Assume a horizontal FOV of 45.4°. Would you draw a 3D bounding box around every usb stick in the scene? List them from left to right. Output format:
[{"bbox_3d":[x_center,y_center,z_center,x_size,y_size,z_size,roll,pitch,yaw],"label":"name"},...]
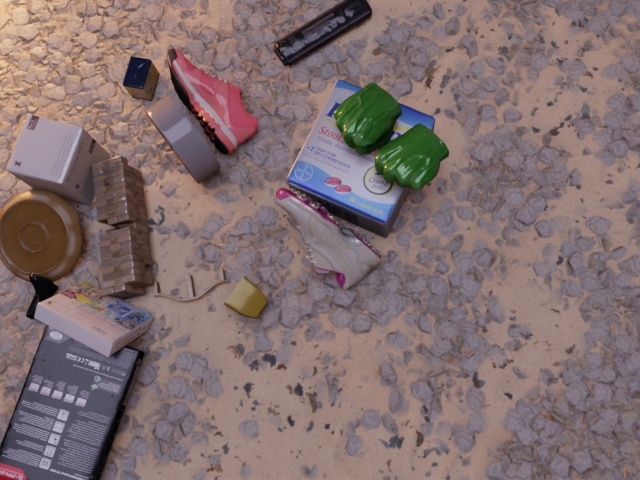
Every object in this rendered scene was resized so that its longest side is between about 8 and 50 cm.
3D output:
[{"bbox_3d":[0.007,-0.553,2.000,0.278,0.045,0.077,-32,83,-4],"label":"usb stick"}]

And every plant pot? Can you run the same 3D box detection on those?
[{"bbox_3d":[-0.704,-0.008,1.889,0.236,0.032,0.236,1,95,9],"label":"plant pot"},{"bbox_3d":[-0.173,0.144,1.825,0.083,0.081,0.081,36,81,2],"label":"plant pot"}]

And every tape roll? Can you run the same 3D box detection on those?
[{"bbox_3d":[-0.334,-0.246,1.861,0.072,0.219,0.219,-36,76,-6],"label":"tape roll"}]

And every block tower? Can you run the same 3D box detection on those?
[{"bbox_3d":[-0.484,-0.032,1.874,0.091,0.097,0.335,-14,75,16],"label":"block tower"}]

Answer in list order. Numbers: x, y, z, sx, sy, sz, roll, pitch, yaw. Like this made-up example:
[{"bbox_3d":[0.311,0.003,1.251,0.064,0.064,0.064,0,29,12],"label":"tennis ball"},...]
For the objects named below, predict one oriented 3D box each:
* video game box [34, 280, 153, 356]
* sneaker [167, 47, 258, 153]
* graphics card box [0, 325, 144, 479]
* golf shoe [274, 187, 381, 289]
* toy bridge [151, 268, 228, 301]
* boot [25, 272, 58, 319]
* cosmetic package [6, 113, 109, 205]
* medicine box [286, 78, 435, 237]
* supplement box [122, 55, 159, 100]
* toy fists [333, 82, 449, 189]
[{"bbox_3d":[-0.527,0.179,1.792,0.205,0.187,0.048,25,112,11],"label":"video game box"},{"bbox_3d":[-0.275,-0.371,1.958,0.136,0.116,0.314,-33,83,-14],"label":"sneaker"},{"bbox_3d":[-0.581,0.397,1.769,0.232,0.094,0.371,17,80,-1],"label":"graphics card box"},{"bbox_3d":[0.000,0.000,1.782,0.306,0.115,0.140,37,97,-19],"label":"golf shoe"},{"bbox_3d":[-0.317,0.116,1.869,0.188,0.026,0.063,-11,76,2],"label":"toy bridge"},{"bbox_3d":[-0.683,0.140,1.847,0.045,0.121,0.099,16,72,11],"label":"boot"},{"bbox_3d":[-0.645,-0.196,1.891,0.151,0.184,0.151,15,78,8],"label":"cosmetic package"},{"bbox_3d":[0.100,-0.197,1.850,0.263,0.149,0.289,24,80,10],"label":"medicine box"},{"bbox_3d":[-0.464,-0.419,1.983,0.056,0.083,0.083,12,77,7],"label":"supplement box"},{"bbox_3d":[0.149,-0.225,1.729,0.142,0.096,0.279,-41,76,-16],"label":"toy fists"}]
